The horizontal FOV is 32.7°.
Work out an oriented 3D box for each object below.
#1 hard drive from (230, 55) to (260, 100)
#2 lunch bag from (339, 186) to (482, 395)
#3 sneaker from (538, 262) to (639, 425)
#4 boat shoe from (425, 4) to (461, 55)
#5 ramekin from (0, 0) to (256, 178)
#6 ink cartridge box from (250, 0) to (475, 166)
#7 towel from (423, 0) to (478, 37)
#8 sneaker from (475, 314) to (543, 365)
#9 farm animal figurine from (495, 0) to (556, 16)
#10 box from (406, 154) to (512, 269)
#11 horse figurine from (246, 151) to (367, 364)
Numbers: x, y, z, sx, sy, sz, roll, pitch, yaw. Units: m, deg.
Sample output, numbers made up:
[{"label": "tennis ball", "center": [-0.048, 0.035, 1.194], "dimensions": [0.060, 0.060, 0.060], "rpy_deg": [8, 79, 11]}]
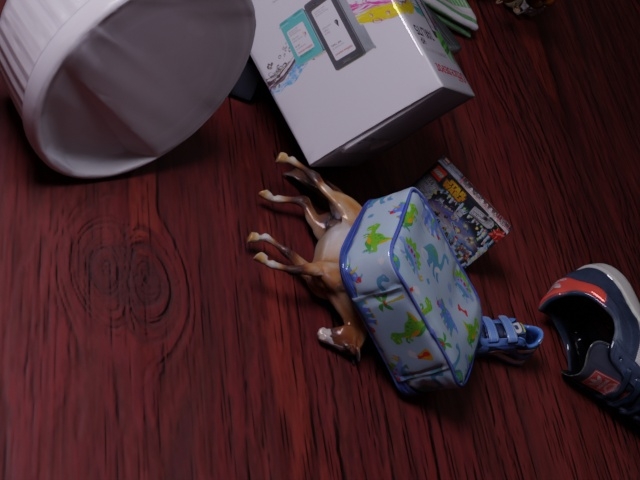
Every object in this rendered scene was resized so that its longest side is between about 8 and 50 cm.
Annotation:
[{"label": "hard drive", "center": [-0.186, -0.296, 1.407], "dimensions": [0.254, 0.054, 0.172], "rpy_deg": [24, 42, -27]}, {"label": "lunch bag", "center": [0.111, 0.059, 1.281], "dimensions": [0.219, 0.090, 0.176], "rpy_deg": [59, 32, -26]}, {"label": "sneaker", "center": [0.422, 0.196, 1.496], "dimensions": [0.148, 0.131, 0.350], "rpy_deg": [-14, 61, -42]}, {"label": "boat shoe", "center": [0.108, -0.304, 1.676], "dimensions": [0.118, 0.103, 0.320], "rpy_deg": [53, 33, 12]}, {"label": "ramekin", "center": [-0.212, -0.203, 1.136], "dimensions": [0.127, 0.273, 0.272], "rpy_deg": [47, 35, 22]}, {"label": "ink cartridge box", "center": [0.035, -0.255, 1.398], "dimensions": [0.270, 0.197, 0.198], "rpy_deg": [62, 19, 6]}, {"label": "towel", "center": [0.147, -0.518, 1.929], "dimensions": [0.247, 0.038, 0.325], "rpy_deg": [13, 47, -46]}, {"label": "sneaker", "center": [0.230, 0.123, 1.419], "dimensions": [0.144, 0.059, 0.053], "rpy_deg": [12, 51, -36]}, {"label": "farm animal figurine", "center": [0.306, -0.557, 2.037], "dimensions": [0.330, 0.172, 0.327], "rpy_deg": [60, 17, -4]}, {"label": "box", "center": [0.182, -0.037, 1.492], "dimensions": [0.137, 0.094, 0.027], "rpy_deg": [46, 36, 1]}, {"label": "horse figurine", "center": [0.000, 0.000, 1.304], "dimensions": [0.174, 0.066, 0.263], "rpy_deg": [30, 40, -20]}]
